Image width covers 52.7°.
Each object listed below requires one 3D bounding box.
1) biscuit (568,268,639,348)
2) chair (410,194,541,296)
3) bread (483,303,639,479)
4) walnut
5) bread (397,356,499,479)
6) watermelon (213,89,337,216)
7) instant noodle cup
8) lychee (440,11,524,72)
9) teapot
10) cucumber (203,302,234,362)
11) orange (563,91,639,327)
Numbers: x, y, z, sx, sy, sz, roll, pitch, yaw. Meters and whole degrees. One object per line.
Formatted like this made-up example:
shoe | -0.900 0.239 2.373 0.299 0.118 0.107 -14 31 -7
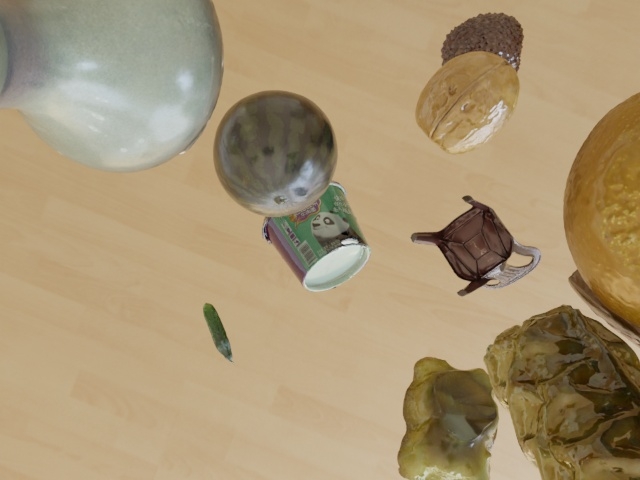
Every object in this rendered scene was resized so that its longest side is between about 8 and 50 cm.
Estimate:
biscuit | 0.400 0.123 0.742 0.301 0.278 0.043 34 100 -4
chair | 0.382 0.020 1.518 0.175 0.326 0.183 -38 72 23
bread | 0.254 0.172 0.590 0.152 0.268 0.130 -6 118 -1
walnut | 0.274 -0.257 1.203 0.165 0.165 0.197 48 125 0
bread | 0.219 0.294 1.061 0.161 0.233 0.088 23 134 -9
watermelon | -0.073 -0.142 1.059 0.212 0.212 0.212 0 91 1
instant noodle cup | 0.000 0.000 1.645 0.251 0.251 0.190 -31 62 1
lychee | 0.366 -0.425 1.474 0.188 0.188 0.188 0 91 1
teapot | -0.185 -0.127 0.433 0.183 0.251 0.183 5 104 19
cucumber | -0.235 0.213 1.487 0.037 0.037 0.155 -25 79 1
orange | 0.304 -0.024 0.502 0.236 0.236 0.236 0 91 1
